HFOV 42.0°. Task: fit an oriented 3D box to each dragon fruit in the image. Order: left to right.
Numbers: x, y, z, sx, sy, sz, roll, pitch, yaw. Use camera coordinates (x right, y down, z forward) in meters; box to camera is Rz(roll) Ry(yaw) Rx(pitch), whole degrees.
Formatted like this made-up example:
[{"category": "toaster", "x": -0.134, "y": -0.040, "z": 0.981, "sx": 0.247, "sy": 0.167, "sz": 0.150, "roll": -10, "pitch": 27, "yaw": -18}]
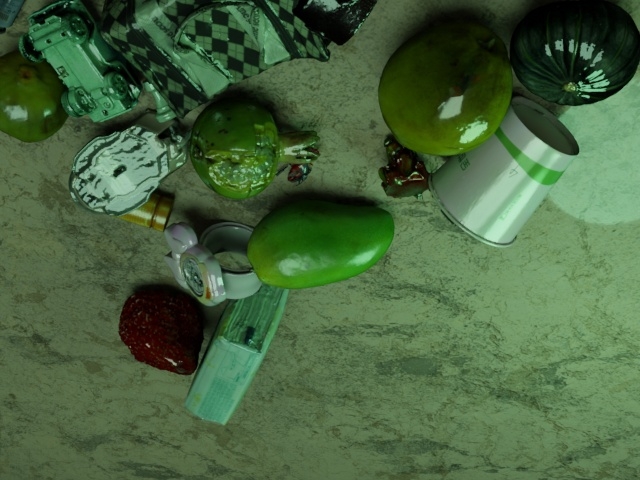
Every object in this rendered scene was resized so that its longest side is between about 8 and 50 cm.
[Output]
[{"category": "dragon fruit", "x": 0.206, "y": -0.164, "z": 1.973, "sx": 0.138, "sy": 0.142, "sz": 0.175, "roll": -16, "pitch": 101, "yaw": -7}]

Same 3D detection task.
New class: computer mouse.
[{"category": "computer mouse", "x": -0.458, "y": -0.205, "z": 2.070, "sx": 0.389, "sy": 0.115, "sz": 0.199, "roll": -31, "pitch": 107, "yaw": 12}]

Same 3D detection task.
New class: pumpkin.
[{"category": "pumpkin", "x": 0.497, "y": -0.382, "z": 1.639, "sx": 0.249, "sy": 0.216, "sz": 0.250, "roll": -1, "pitch": 166, "yaw": 0}]

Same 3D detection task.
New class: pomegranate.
[{"category": "pomegranate", "x": -0.154, "y": -0.219, "z": 1.938, "sx": 0.301, "sy": 0.236, "sz": 0.236, "roll": -7, "pitch": 138, "yaw": -19}]

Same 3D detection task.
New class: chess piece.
[{"category": "chess piece", "x": -0.376, "y": -0.337, "z": 1.962, "sx": 0.067, "sy": 0.067, "sz": 0.103, "roll": -14, "pitch": 120, "yaw": 23}]

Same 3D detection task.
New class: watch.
[{"category": "watch", "x": -0.266, "y": 0.052, "z": 2.225, "sx": 0.248, "sy": 0.217, "sz": 0.211, "roll": 45, "pitch": 141, "yaw": 28}]

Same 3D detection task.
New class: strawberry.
[{"category": "strawberry", "x": -0.468, "y": 0.285, "z": 2.453, "sx": 0.261, "sy": 0.258, "sz": 0.261, "roll": 4, "pitch": 143, "yaw": 3}]

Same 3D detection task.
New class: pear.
[{"category": "pear", "x": 0.255, "y": -0.306, "z": 1.718, "sx": 0.269, "sy": 0.269, "sz": 0.321, "roll": 30, "pitch": 140, "yaw": -16}]

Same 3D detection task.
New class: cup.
[{"category": "cup", "x": 0.411, "y": -0.161, "z": 1.853, "sx": 0.253, "sy": 0.253, "sz": 0.274, "roll": 27, "pitch": 124, "yaw": -14}]

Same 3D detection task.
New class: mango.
[{"category": "mango", "x": 0.000, "y": 0.000, "z": 2.103, "sx": 0.381, "sy": 0.225, "sz": 0.201, "roll": -13, "pitch": 146, "yaw": 0}]

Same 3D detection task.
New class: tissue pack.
[{"category": "tissue pack", "x": -0.241, "y": 0.307, "z": 2.395, "sx": 0.162, "sy": 0.287, "sz": 0.388, "roll": 25, "pitch": 133, "yaw": -4}]

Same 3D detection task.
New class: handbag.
[{"category": "handbag", "x": -0.206, "y": -0.443, "z": 1.760, "sx": 0.416, "sy": 0.180, "sz": 0.317, "roll": -20, "pitch": 135, "yaw": 21}]

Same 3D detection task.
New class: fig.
[{"category": "fig", "x": -0.678, "y": -0.320, "z": 1.938, "sx": 0.207, "sy": 0.207, "sz": 0.230, "roll": 10, "pitch": 140, "yaw": 2}]

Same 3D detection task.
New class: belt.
[{"category": "belt", "x": 0.050, "y": -0.525, "z": 1.565, "sx": 0.164, "sy": 0.184, "sz": 0.289, "roll": 28, "pitch": 95, "yaw": -20}]

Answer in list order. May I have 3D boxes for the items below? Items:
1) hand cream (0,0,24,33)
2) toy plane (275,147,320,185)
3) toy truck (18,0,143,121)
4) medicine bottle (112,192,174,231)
[{"category": "hand cream", "x": -0.665, "y": -0.554, "z": 1.818, "sx": 0.088, "sy": 0.055, "sz": 0.256, "roll": 35, "pitch": 128, "yaw": -11}, {"category": "toy plane", "x": -0.048, "y": -0.183, "z": 2.055, "sx": 0.060, "sy": 0.037, "sz": 0.145, "roll": 42, "pitch": 133, "yaw": -13}, {"category": "toy truck", "x": -0.528, "y": -0.400, "z": 1.859, "sx": 0.155, "sy": 0.156, "sz": 0.279, "roll": -16, "pitch": 123, "yaw": 25}, {"category": "medicine bottle", "x": -0.489, "y": -0.095, "z": 2.190, "sx": 0.191, "sy": 0.096, "sz": 0.096, "roll": 18, "pitch": 134, "yaw": -5}]
